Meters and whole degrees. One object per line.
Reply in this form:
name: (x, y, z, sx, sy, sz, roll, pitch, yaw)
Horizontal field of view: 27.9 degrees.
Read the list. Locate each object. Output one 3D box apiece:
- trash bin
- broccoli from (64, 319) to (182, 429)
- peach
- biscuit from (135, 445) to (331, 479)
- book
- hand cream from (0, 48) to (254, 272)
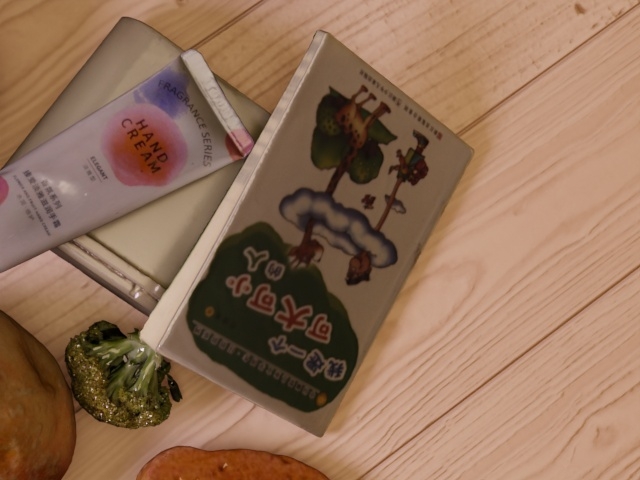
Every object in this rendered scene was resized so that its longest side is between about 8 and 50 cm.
trash bin: (-0.187, -0.073, 1.362, 0.243, 0.121, 0.247, 36, 81, -6)
broccoli: (-0.204, 0.137, 1.349, 0.131, 0.130, 0.120, 46, 110, 11)
peach: (-0.351, 0.178, 1.282, 0.214, 0.214, 0.235, -39, 101, -8)
biscuit: (-0.089, 0.432, 1.297, 0.349, 0.078, 0.455, 30, 57, -8)
book: (0.000, 0.000, 1.369, 0.260, 0.043, 0.371, 33, 82, -37)
hand cream: (-0.230, -0.062, 1.262, 0.340, 0.078, 0.124, -32, 91, -19)
